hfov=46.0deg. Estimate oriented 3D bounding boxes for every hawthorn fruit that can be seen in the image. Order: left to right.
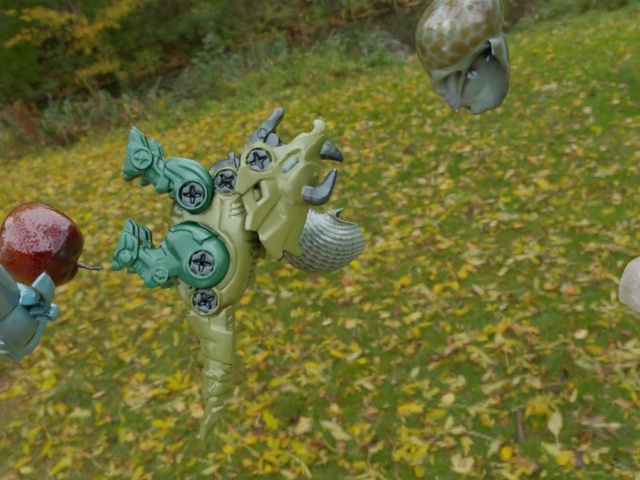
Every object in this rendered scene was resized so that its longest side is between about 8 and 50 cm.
[{"bbox_3d":[-0.503,0.018,1.406,0.194,0.157,0.157,22,28,0],"label":"hawthorn fruit"}]

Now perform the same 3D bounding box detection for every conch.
[{"bbox_3d":[-0.003,0.003,0.693,0.056,0.076,0.085,-55,20,-20],"label":"conch"},{"bbox_3d":[0.175,-0.240,0.919,0.116,0.173,0.106,-2,40,51],"label":"conch"}]

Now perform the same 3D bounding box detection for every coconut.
[{"bbox_3d":[0.482,0.070,1.046,0.110,0.110,0.124,-16,2,-5],"label":"coconut"}]

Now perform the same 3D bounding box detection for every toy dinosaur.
[{"bbox_3d":[-0.086,0.017,0.573,0.153,0.259,0.094,17,-3,2],"label":"toy dinosaur"}]

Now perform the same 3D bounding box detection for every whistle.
[{"bbox_3d":[-0.460,0.090,1.069,0.186,0.274,0.093,9,57,7],"label":"whistle"}]
